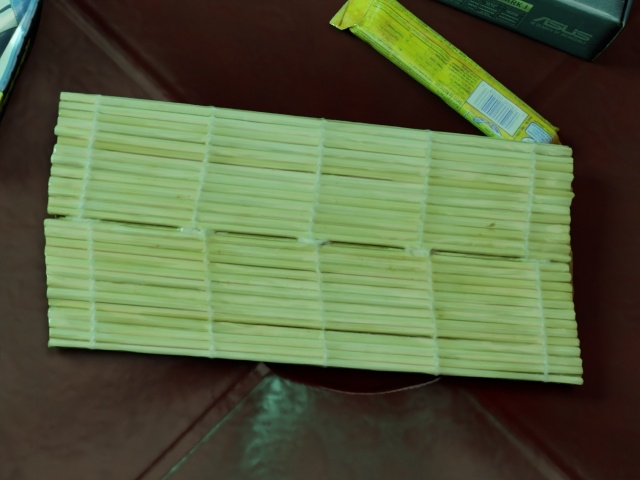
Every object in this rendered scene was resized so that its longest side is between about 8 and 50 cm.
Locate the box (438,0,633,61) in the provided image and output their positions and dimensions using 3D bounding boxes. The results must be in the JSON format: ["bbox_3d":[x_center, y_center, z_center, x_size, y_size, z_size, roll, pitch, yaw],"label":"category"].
[{"bbox_3d":[0.099,-0.239,1.076,0.233,0.059,0.183,21,66,-6],"label":"box"}]

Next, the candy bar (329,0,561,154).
[{"bbox_3d":[0.079,-0.101,1.039,0.161,0.018,0.040,38,68,2],"label":"candy bar"}]

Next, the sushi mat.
[{"bbox_3d":[0.000,0.000,0.971,0.317,0.019,0.151,5,74,-12],"label":"sushi mat"}]

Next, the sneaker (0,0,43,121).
[{"bbox_3d":[-0.194,-0.117,0.957,0.059,0.053,0.144,21,64,-3],"label":"sneaker"}]
